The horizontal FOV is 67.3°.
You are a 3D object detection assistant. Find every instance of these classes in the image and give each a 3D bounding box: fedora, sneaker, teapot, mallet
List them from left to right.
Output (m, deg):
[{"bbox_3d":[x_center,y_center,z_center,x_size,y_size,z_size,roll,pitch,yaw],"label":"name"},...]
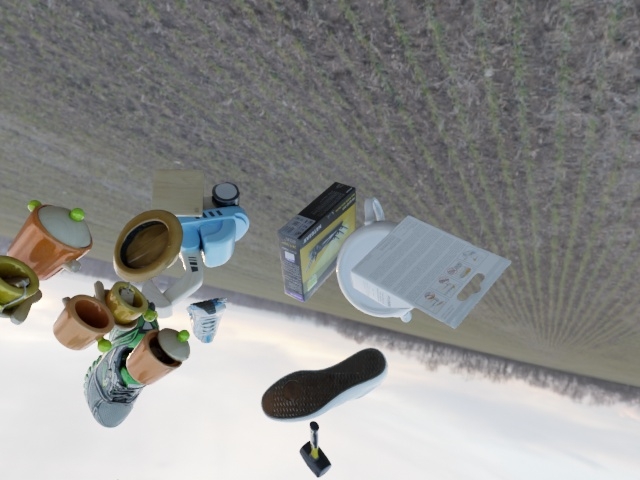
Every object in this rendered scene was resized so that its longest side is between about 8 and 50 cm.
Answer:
[{"bbox_3d":[-0.462,0.312,1.118,0.134,0.344,0.146,7,-153,-33],"label":"sneaker"},{"bbox_3d":[-0.402,0.021,1.159,0.194,0.194,0.079,8,161,22],"label":"fedora"},{"bbox_3d":[-0.220,0.160,0.946,0.071,0.083,0.190,-6,169,-20],"label":"sneaker"},{"bbox_3d":[-0.004,0.361,0.828,0.062,0.039,0.190,48,154,24],"label":"mallet"},{"bbox_3d":[0.017,0.334,1.061,0.290,0.106,0.123,-19,148,2],"label":"sneaker"},{"bbox_3d":[0.166,0.058,1.216,0.252,0.256,0.187,31,-164,11],"label":"teapot"}]

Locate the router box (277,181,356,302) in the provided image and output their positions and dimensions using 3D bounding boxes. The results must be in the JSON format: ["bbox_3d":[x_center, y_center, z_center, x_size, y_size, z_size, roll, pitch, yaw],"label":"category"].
[{"bbox_3d":[0.000,0.000,1.472,0.081,0.309,0.243,21,135,27],"label":"router box"}]

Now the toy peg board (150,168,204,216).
[{"bbox_3d":[-0.467,-0.146,1.595,0.161,0.161,0.079,1,162,-7],"label":"toy peg board"}]

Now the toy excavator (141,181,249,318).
[{"bbox_3d":[-0.447,0.034,1.748,0.432,0.445,0.222,-11,146,-22],"label":"toy excavator"}]

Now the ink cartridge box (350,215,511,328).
[{"bbox_3d":[0.201,0.063,0.902,0.232,0.189,0.066,31,150,33],"label":"ink cartridge box"}]

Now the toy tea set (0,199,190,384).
[{"bbox_3d":[-0.328,0.074,0.728,0.336,0.124,0.200,42,-168,-31],"label":"toy tea set"}]

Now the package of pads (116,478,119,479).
[{"bbox_3d":[-0.415,0.529,0.968,0.050,0.032,0.083,46,-176,-6],"label":"package of pads"}]
